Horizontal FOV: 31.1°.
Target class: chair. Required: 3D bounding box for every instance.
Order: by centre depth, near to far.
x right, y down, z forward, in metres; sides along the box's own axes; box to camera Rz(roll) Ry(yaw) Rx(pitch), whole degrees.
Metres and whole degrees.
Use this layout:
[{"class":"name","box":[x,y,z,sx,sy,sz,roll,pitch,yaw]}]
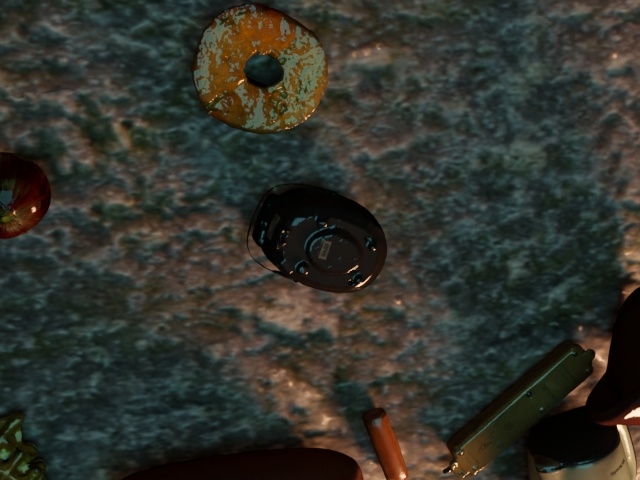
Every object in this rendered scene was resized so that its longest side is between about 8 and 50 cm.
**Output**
[{"class":"chair","box":[0.610,0.189,1.765,0.400,0.226,0.227,6,105,-14]}]

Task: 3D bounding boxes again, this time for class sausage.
[{"class":"sausage","box":[0.102,0.323,1.788,0.039,0.041,0.131,-23,110,-10]}]

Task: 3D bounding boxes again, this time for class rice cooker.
[{"class":"rice cooker","box":[-0.001,0.000,1.629,0.203,0.118,0.142,15,103,-20]}]

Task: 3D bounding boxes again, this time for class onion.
[{"class":"onion","box":[-0.414,-0.062,1.530,0.118,0.119,0.117,-18,142,-7]}]

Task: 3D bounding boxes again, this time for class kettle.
[{"class":"kettle","box":[0.428,0.393,1.825,0.240,0.165,0.255,-32,116,-38]}]

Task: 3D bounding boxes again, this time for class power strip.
[{"class":"power strip","box":[0.310,0.269,1.819,0.305,0.044,0.064,-41,111,0]}]

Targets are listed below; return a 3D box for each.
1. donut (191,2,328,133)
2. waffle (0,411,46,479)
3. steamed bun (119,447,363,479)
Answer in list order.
[{"class":"donut","box":[-0.087,-0.236,1.566,0.190,0.074,0.174,5,104,-18]},{"class":"waffle","box":[-0.518,0.362,1.659,0.254,0.052,0.245,-5,106,-10]},{"class":"steamed bun","box":[-0.114,0.441,1.666,0.379,0.248,0.235,-4,106,-10]}]
